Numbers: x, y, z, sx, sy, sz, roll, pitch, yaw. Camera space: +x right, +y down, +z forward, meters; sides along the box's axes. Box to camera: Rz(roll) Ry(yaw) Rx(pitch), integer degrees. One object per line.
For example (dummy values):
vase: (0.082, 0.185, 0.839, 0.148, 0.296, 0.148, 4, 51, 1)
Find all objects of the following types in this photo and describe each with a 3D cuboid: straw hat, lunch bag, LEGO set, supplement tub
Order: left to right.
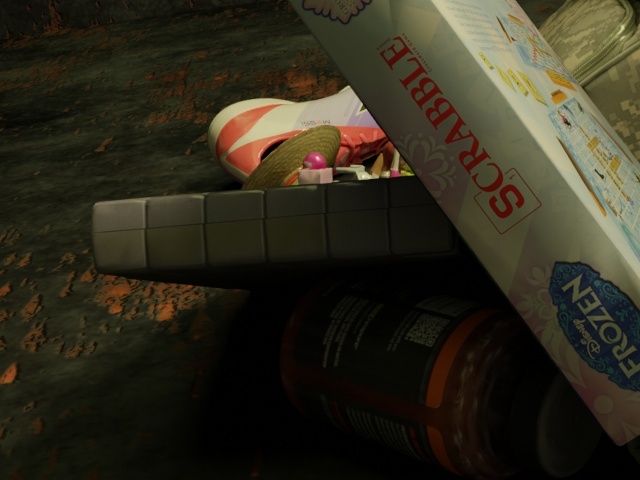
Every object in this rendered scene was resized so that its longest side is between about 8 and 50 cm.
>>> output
straw hat: (-0.013, -0.046, 1.151, 0.144, 0.144, 0.061, -24, 66, -38)
LEGO set: (0.083, -0.082, 1.101, 0.132, 0.107, 0.287, 8, 12, 16)
supplement tub: (0.074, 0.086, 0.707, 0.106, 0.106, 0.198, -25, 26, -39)
lunch bag: (0.312, -0.142, 1.113, 0.256, 0.212, 0.305, -21, 17, 12)

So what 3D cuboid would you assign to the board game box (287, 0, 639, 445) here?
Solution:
board game box: (0.130, -0.061, 0.713, 0.066, 0.318, 0.319, -38, -7, 20)

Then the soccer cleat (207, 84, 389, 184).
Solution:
soccer cleat: (0.031, -0.125, 1.339, 0.318, 0.108, 0.116, -14, 41, -21)

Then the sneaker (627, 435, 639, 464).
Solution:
sneaker: (0.234, 0.094, 0.651, 0.115, 0.090, 0.232, -5, 19, 18)

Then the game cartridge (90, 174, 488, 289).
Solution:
game cartridge: (0.000, 0.000, 0.836, 0.230, 0.068, 0.355, 0, -4, 12)
